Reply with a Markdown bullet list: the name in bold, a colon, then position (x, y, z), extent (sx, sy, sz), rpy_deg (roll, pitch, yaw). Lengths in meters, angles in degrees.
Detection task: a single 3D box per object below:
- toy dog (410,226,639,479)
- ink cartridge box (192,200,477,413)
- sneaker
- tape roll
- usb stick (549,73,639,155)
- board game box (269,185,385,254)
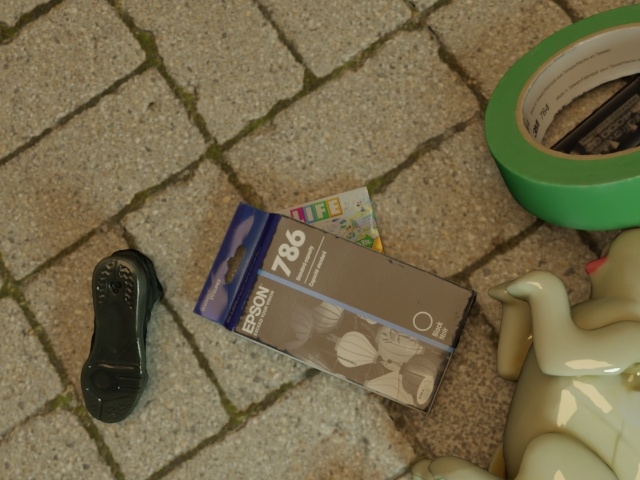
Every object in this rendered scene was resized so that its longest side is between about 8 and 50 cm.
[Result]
- **toy dog**: position (0.343, 0.167, 1.192), extent (0.395, 0.284, 0.408), rpy_deg (30, 79, 15)
- **ink cartridge box**: position (0.012, 0.078, 1.356), extent (0.333, 0.065, 0.165), rpy_deg (21, 87, 10)
- **sneaker**: position (-0.251, 0.117, 1.405), extent (0.087, 0.130, 0.227), rpy_deg (6, 104, 6)
- **tape roll**: position (0.357, -0.154, 1.293), extent (0.321, 0.077, 0.321), rpy_deg (-19, 41, 17)
- **usb stick**: position (0.381, -0.143, 1.389), extent (0.278, 0.045, 0.077), rpy_deg (-40, 76, -3)
- **board game box**: position (0.000, 0.000, 1.419), extent (0.154, 0.026, 0.103), rpy_deg (-16, 73, 4)
